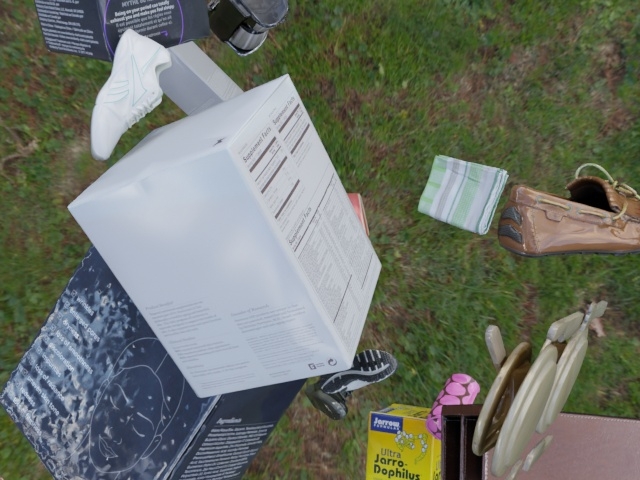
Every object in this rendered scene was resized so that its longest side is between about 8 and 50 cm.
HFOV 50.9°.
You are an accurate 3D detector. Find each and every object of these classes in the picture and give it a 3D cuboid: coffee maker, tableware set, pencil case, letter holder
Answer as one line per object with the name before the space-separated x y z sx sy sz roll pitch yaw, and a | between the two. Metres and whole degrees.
coffee maker | -0.164 -0.468 1.344 0.171 0.178 0.120 21 79 -18
tableware set | 0.141 0.097 0.458 0.039 0.194 0.128 23 101 29
pencil case | 0.350 0.429 1.744 0.098 0.209 0.095 -32 98 36
letter holder | 0.343 0.363 0.995 0.301 0.152 0.215 8 74 -13

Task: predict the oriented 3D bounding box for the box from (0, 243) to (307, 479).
box | -0.348 0.292 1.429 0.480 0.297 0.472 37 98 30

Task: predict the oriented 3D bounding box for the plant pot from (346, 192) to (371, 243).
plant pot | 0.000 0.000 1.693 0.243 0.275 0.275 -12 88 6

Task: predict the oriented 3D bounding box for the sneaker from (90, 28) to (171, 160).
sneaker | -0.209 -0.156 0.738 0.061 0.053 0.152 20 79 -12

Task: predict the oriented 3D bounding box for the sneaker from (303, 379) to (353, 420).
sneaker | 0.043 0.393 1.756 0.130 0.227 0.087 -36 95 -13

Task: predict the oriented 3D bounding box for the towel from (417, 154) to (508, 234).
towel | 0.237 -0.082 1.150 0.023 0.152 0.113 16 96 -43

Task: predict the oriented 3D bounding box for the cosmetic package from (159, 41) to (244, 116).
cosmetic package | -0.335 -0.418 1.773 0.127 0.107 0.238 -25 121 34

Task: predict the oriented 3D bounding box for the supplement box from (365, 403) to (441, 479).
supplement box | 0.248 0.656 1.877 0.195 0.194 0.357 1 85 27

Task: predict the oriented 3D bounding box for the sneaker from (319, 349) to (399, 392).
sneaker | 0.052 0.162 0.835 0.109 0.043 0.040 -22 68 31

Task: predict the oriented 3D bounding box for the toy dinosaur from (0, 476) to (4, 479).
toy dinosaur | -0.761 0.615 1.453 0.218 0.164 0.322 37 89 -6

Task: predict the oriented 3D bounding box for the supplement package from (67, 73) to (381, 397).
supplement package | -0.085 -0.002 0.744 0.199 0.198 0.263 -16 116 25

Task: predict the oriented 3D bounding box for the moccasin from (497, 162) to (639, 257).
moccasin | 0.475 -0.055 1.180 0.379 0.139 0.147 0 106 -21

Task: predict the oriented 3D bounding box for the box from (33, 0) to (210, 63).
box | -0.250 -0.366 0.791 0.143 0.165 0.271 19 126 34
